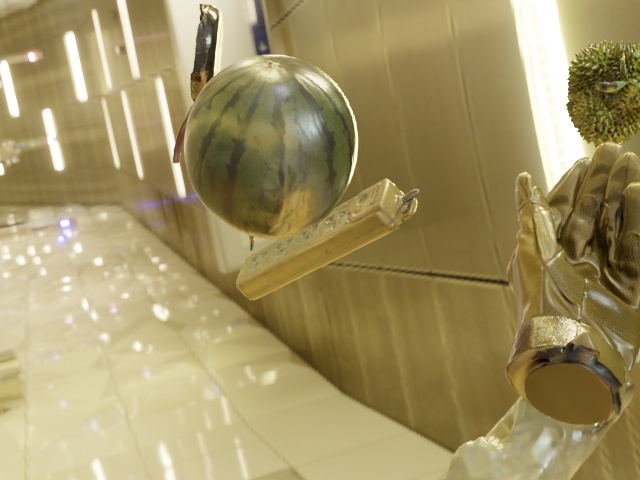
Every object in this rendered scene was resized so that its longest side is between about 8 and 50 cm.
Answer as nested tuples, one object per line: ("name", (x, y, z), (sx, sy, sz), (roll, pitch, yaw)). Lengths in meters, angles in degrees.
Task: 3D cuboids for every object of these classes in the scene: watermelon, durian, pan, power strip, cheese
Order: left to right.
("pan", (-0.146, -0.180, 1.110), (0.115, 0.040, 0.212), (-90, -166, -56))
("watermelon", (-0.032, -0.046, 0.559), (0.105, 0.105, 0.133), (-122, -142, -49))
("power strip", (0.000, 0.000, 1.164), (0.044, 0.305, 0.064), (45, 38, -24))
("cheese", (0.249, 0.267, 1.118), (0.115, 0.326, 0.318), (37, -8, 21))
("durian", (0.477, -0.246, 1.485), (0.198, 0.146, 0.159), (99, -14, -52))

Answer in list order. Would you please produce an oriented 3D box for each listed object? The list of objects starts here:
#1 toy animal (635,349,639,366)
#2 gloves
("toy animal", (0.413, 0.086, 1.109), (0.071, 0.124, 0.085), (51, 14, 22))
("gloves", (0.274, 0.036, 0.976), (0.141, 0.154, 0.331), (69, 30, -42))
